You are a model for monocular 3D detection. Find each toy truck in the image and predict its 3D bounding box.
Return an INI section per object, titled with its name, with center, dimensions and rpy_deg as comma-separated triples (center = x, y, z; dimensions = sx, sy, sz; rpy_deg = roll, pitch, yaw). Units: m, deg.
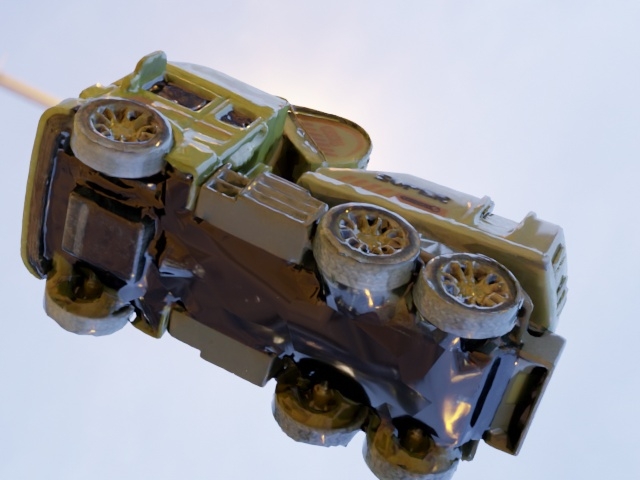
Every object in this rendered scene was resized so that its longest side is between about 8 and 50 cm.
[toy truck]
center = 0.000, 0.000, 0.522
dimensions = 0.191, 0.116, 0.085
rpy_deg = 24, -55, 14
